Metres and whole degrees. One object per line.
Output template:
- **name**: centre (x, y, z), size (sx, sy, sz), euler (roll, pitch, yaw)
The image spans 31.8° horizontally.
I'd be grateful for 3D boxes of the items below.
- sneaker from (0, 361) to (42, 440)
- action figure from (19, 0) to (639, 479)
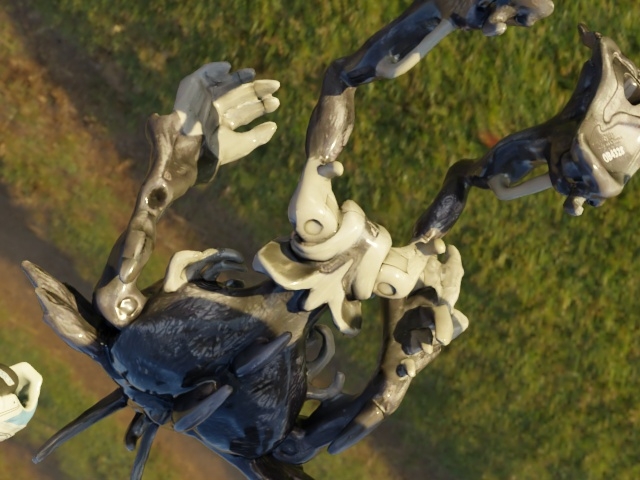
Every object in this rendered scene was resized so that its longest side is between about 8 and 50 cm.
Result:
- **sneaker**: centre (-0.334, 0.153, 1.049), size (0.085, 0.086, 0.237), euler (36, -175, 7)
- **action figure**: centre (0.000, 0.000, 0.451), size (0.164, 0.141, 0.275), euler (44, 116, -12)
